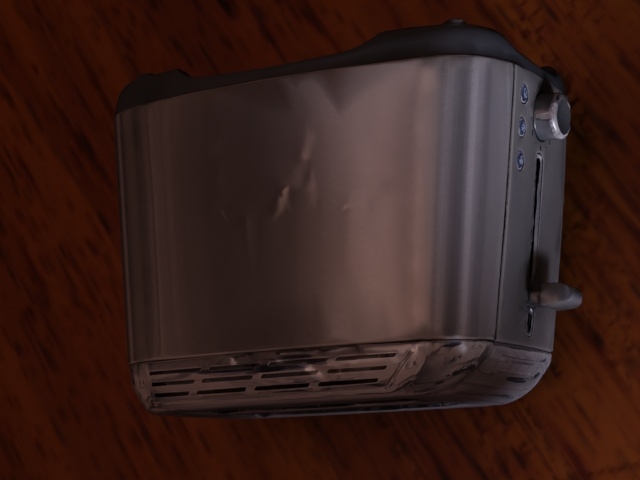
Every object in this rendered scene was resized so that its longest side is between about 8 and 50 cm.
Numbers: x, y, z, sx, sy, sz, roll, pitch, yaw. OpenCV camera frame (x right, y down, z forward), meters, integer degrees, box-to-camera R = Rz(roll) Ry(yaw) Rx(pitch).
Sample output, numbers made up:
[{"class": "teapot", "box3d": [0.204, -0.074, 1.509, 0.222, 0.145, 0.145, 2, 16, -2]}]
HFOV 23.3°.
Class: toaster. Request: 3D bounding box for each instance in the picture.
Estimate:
[{"class": "toaster", "box3d": [0.000, 0.000, 0.667, 0.227, 0.129, 0.146, -6, 79, 27]}]
